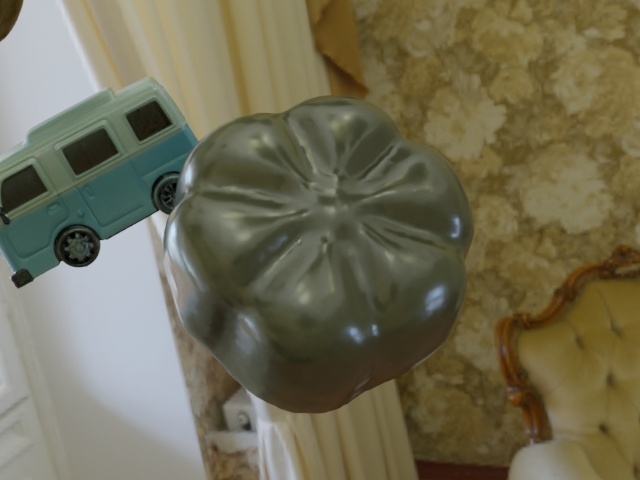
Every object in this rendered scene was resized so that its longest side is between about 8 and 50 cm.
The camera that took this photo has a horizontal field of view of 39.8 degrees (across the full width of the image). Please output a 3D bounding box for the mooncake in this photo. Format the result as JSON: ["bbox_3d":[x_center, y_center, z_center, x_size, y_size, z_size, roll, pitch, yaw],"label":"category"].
[{"bbox_3d":[0.000,0.000,0.741,0.275,0.274,0.135,-17,-24,-24],"label":"mooncake"}]

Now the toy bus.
[{"bbox_3d":[-0.274,-0.076,1.055,0.271,0.164,0.133,-30,18,-5],"label":"toy bus"}]

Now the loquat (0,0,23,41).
[{"bbox_3d":[-0.461,-0.322,1.044,0.213,0.213,0.213,-9,16,3],"label":"loquat"}]
